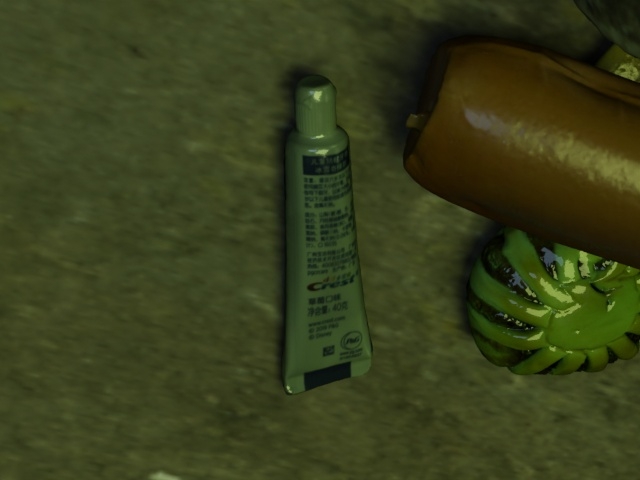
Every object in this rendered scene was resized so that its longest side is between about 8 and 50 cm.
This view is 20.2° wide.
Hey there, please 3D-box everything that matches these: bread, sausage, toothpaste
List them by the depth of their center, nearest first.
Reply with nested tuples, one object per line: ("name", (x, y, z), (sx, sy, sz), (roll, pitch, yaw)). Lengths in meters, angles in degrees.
("sausage", (0.209, -0.031, 1.060), (0.328, 0.112, 0.112), (18, 109, -1))
("toothpaste", (0.000, 0.000, 1.099), (0.062, 0.037, 0.216), (-12, 121, -14))
("bread", (0.163, 0.030, 1.150), (0.139, 0.071, 0.130), (-9, 121, -14))

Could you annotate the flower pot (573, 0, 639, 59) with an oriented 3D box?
("flower pot", (0.254, -0.260, 0.902), (0.293, 0.294, 0.330), (-9, 142, -15))

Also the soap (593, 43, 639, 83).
("soap", (0.230, -0.067, 1.146), (0.168, 0.033, 0.089), (33, 101, -30))
